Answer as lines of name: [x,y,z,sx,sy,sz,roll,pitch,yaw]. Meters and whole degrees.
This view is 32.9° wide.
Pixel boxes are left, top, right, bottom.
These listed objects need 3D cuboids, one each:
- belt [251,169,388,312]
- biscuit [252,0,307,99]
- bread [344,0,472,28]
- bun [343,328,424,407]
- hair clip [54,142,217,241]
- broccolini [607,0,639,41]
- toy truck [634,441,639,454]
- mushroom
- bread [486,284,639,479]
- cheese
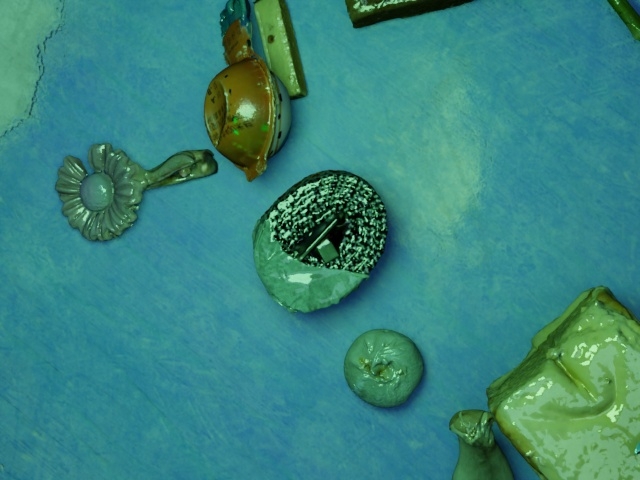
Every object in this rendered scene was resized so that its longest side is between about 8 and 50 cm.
belt: [0.000,0.000,1.867,0.207,0.150,0.257,44,95,-4]
biscuit: [-0.073,-0.343,1.932,0.056,0.052,0.188,-15,86,19]
bread: [0.233,-0.487,1.868,0.416,0.113,0.165,-10,86,8]
bun: [0.108,0.222,1.878,0.140,0.083,0.141,0,91,9]
hair clip: [-0.335,-0.105,1.948,0.300,0.069,0.173,-18,87,7]
broccolini: [0.562,-0.307,1.858,0.074,0.079,0.392,-36,77,15]
toy truck: [0.503,0.293,1.470,0.136,0.063,0.074,-19,67,6]
mushroom: [0.272,0.389,1.822,0.116,0.093,0.225,5,125,16]
bread: [0.468,0.298,1.689,0.279,0.371,0.390,-42,83,6]
cheese: [-0.133,-0.265,1.881,0.129,0.217,0.330,-1,72,-29]
